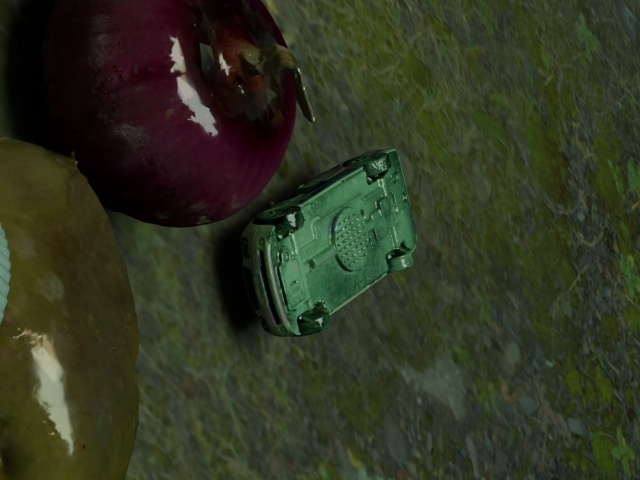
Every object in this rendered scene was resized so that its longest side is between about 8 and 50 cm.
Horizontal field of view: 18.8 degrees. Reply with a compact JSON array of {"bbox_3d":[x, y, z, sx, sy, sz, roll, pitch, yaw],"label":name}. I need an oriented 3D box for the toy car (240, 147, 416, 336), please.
[{"bbox_3d":[0.000,0.000,1.430,0.224,0.076,0.090,-33,114,-55],"label":"toy car"}]

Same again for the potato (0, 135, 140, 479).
[{"bbox_3d":[-0.166,0.061,1.023,0.138,0.098,0.243,-19,99,-64],"label":"potato"}]

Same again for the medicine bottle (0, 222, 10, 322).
[{"bbox_3d":[-0.265,-0.040,0.640,0.318,0.158,0.158,43,44,-39],"label":"medicine bottle"}]

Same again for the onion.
[{"bbox_3d":[-0.091,-0.097,1.176,0.177,0.153,0.177,26,37,-22],"label":"onion"}]
